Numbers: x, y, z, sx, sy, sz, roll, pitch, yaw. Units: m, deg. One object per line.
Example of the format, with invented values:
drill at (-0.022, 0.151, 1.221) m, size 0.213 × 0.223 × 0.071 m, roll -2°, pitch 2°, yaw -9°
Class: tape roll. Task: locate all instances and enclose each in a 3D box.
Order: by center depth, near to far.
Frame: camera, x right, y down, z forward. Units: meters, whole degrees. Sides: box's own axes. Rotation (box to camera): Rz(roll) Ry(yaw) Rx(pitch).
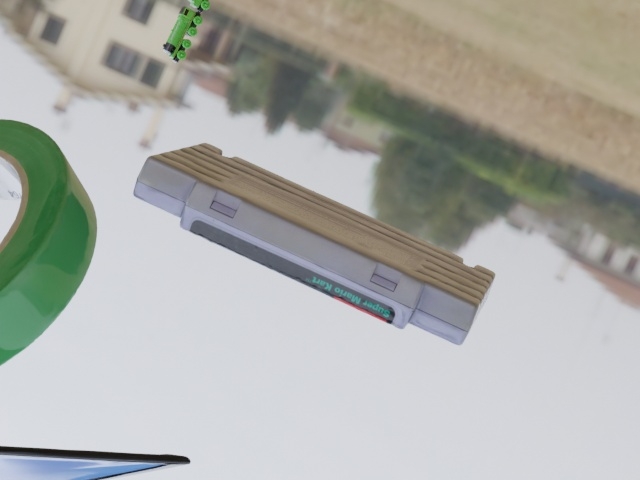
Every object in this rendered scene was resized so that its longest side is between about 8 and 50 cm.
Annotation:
tape roll at (-0.383, 0.015, 1.561) m, size 0.321 × 0.321 × 0.077 m, roll 28°, pitch 154°, yaw 42°

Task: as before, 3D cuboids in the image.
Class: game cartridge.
game cartridge at (0.000, 0.000, 1.595) m, size 0.355 × 0.068 × 0.230 m, roll 25°, pitch -165°, yaw 7°

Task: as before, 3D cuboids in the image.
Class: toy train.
toy train at (-0.127, -0.211, 1.509) m, size 0.023 × 0.083 × 0.017 m, roll 28°, pitch 175°, yaw -24°

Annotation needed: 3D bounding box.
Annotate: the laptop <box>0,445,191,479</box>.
laptop at (-0.236, 0.186, 0.789) m, size 0.234 × 0.264 × 0.136 m, roll -18°, pitch 124°, yaw 40°
